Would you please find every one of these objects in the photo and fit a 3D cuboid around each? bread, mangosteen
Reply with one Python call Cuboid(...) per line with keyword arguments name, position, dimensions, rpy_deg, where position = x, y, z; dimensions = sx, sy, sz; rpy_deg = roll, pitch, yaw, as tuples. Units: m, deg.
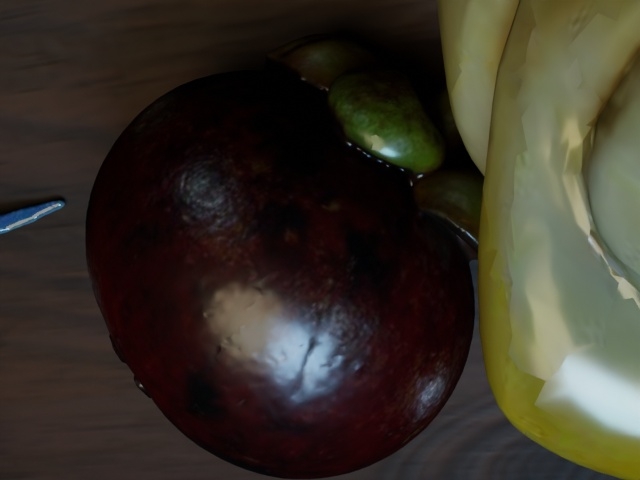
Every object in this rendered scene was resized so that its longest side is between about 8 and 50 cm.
Cuboid(name="bread", position=(0.216, -0.104, 0.475), dimensions=(0.424, 0.245, 0.329), rpy_deg=(-33, 99, 35))
Cuboid(name="mangosteen", position=(0.000, 0.000, 0.661), dimensions=(0.200, 0.200, 0.200), rpy_deg=(8, 117, 17))

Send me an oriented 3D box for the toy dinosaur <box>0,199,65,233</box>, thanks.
Cuboid(name="toy dinosaur", position=(-0.306, -0.017, 0.806), dimensions=(0.329, 0.076, 0.144), rpy_deg=(22, 84, 10))
